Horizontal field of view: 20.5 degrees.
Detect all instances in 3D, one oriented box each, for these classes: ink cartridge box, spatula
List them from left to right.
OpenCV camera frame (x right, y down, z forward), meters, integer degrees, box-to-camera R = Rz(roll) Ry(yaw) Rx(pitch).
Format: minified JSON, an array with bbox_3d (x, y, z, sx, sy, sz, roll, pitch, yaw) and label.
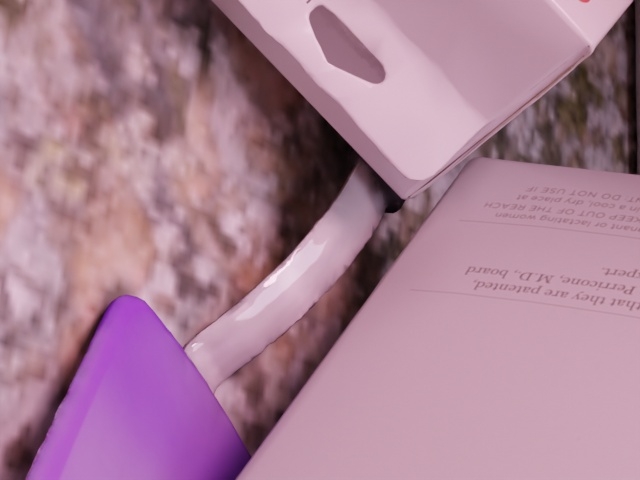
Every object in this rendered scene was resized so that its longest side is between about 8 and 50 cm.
[{"bbox_3d":[0.000,0.000,0.518,0.084,0.030,0.296,59,44,-29],"label":"spatula"},{"bbox_3d":[0.043,-0.090,0.513,0.092,0.090,0.143,45,47,-5],"label":"ink cartridge box"}]

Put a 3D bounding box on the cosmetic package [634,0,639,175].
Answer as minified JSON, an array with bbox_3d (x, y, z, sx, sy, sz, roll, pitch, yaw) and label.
[{"bbox_3d":[0.256,-0.138,0.698,0.161,0.230,0.453,9,77,-50],"label":"cosmetic package"}]

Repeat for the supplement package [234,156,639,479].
[{"bbox_3d":[0.066,0.137,0.443,0.293,0.175,0.177,-52,139,-41],"label":"supplement package"}]
